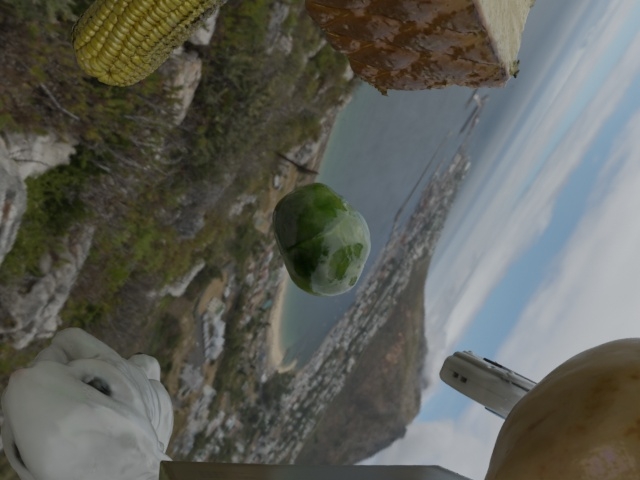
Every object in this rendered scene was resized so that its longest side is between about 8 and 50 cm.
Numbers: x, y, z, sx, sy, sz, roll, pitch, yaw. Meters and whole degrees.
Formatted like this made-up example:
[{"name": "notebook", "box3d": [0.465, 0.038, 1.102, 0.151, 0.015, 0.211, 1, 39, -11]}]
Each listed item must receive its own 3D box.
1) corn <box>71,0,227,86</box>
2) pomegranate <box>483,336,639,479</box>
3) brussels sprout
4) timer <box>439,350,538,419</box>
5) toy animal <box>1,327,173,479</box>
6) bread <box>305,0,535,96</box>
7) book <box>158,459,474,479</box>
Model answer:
[{"name": "corn", "box3d": [-0.127, -0.203, 0.462, 0.203, 0.072, 0.072, -33, 179, 24]}, {"name": "pomegranate", "box3d": [0.352, 0.277, 0.518, 0.411, 0.411, 0.411, -55, 168, -17]}, {"name": "brussels sprout", "box3d": [0.004, 0.000, 0.708, 0.118, 0.155, 0.155, -25, 177, 15]}, {"name": "timer", "box3d": [0.367, 0.295, 1.061, 0.087, 0.262, 0.237, -63, -168, -3]}, {"name": "toy animal", "box3d": [-0.254, 0.223, 0.627, 0.194, 0.257, 0.357, -17, 179, -21]}, {"name": "bread", "box3d": [0.150, -0.383, 0.847, 0.279, 0.279, 0.207, 33, 73, -48]}, {"name": "book", "box3d": [0.052, 0.148, 0.259, 0.310, 0.217, 0.021, 160, -63, -67]}]
